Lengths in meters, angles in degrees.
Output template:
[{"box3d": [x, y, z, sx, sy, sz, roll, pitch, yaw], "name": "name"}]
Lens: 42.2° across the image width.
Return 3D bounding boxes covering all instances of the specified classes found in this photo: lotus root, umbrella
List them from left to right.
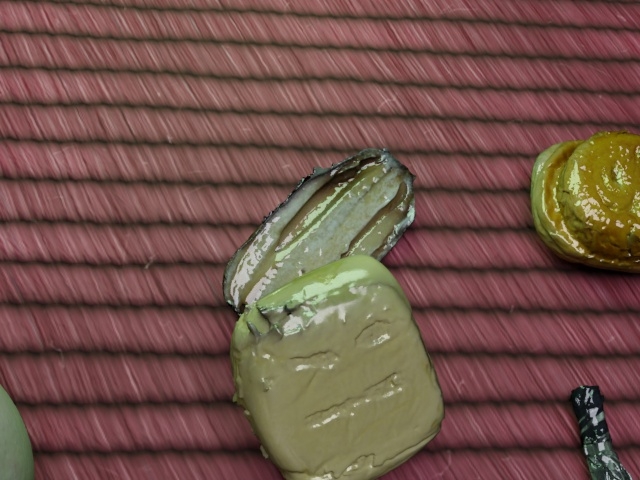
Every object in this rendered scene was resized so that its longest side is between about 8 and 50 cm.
[{"box3d": [0.000, -0.001, 1.125, 0.329, 0.078, 0.167, -43, 99, -24], "name": "lotus root"}, {"box3d": [0.360, 0.275, 1.049, 0.050, 0.046, 0.188, -22, 62, 30], "name": "umbrella"}]

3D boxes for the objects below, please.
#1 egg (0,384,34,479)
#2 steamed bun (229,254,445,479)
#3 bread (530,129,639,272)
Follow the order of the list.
[{"box3d": [-0.479, 0.235, 0.808, 0.354, 0.340, 0.354, 3, 64, -7], "name": "egg"}, {"box3d": [0.008, 0.151, 0.978, 0.232, 0.166, 0.273, -28, 112, -12], "name": "steamed bun"}, {"box3d": [0.416, -0.053, 1.169, 0.236, 0.120, 0.198, 7, 67, -3], "name": "bread"}]
